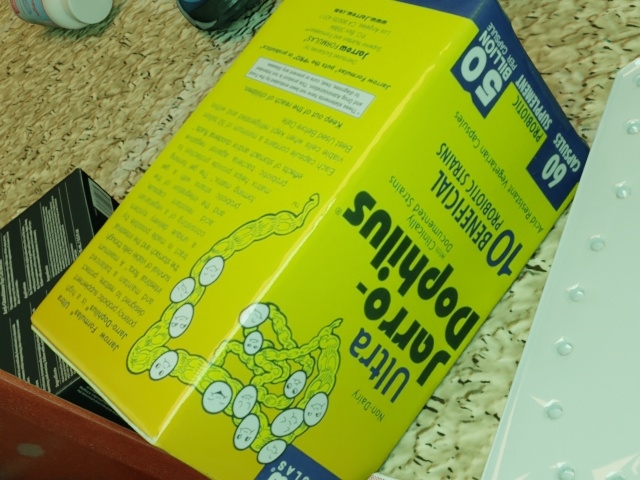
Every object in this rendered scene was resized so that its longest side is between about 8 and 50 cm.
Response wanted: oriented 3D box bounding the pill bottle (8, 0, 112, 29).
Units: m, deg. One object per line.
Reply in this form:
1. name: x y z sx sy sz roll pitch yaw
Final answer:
1. pill bottle: -0.350 -0.331 1.384 0.160 0.087 0.087 17 69 46

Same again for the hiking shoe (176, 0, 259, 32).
1. hiking shoe: -0.158 -0.351 1.210 0.113 0.132 0.304 -39 41 8

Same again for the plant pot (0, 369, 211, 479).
1. plant pot: -0.251 0.268 0.718 0.235 0.267 0.267 -24 44 41

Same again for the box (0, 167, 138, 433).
1. box: -0.248 0.084 0.958 0.184 0.103 0.261 -34 43 9

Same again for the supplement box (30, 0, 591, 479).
1. supplement box: 0.000 0.000 0.754 0.357 0.194 0.195 -53 42 -8

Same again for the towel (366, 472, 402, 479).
1. towel: 0.044 0.251 0.641 0.144 0.029 0.197 11 65 43

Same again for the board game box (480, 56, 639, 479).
1. board game box: 0.307 0.054 0.553 0.389 0.050 0.390 4 59 39
